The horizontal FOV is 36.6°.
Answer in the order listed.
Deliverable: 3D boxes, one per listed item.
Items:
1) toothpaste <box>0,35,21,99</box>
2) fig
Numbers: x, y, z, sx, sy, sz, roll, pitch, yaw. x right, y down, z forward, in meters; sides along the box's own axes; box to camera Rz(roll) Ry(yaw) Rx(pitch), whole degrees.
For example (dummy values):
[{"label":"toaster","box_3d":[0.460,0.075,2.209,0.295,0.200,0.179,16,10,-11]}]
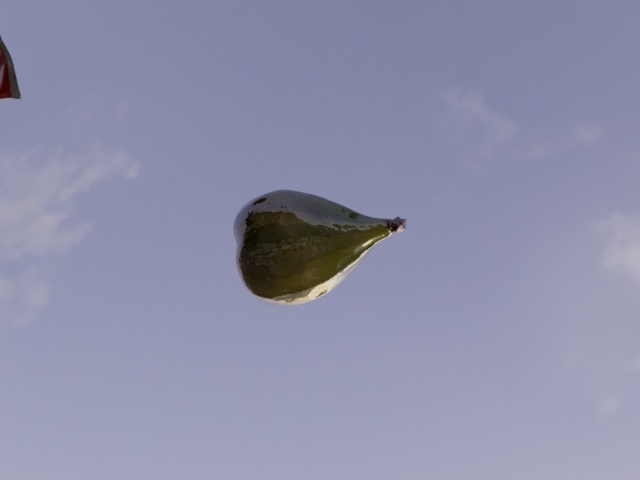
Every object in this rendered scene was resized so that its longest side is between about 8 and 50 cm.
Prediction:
[{"label":"toothpaste","box_3d":[-0.452,-0.189,1.136,0.301,0.048,0.075,-2,-99,38]},{"label":"fig","box_3d":[-0.013,-0.012,1.056,0.185,0.133,0.126,-37,-70,24]}]
